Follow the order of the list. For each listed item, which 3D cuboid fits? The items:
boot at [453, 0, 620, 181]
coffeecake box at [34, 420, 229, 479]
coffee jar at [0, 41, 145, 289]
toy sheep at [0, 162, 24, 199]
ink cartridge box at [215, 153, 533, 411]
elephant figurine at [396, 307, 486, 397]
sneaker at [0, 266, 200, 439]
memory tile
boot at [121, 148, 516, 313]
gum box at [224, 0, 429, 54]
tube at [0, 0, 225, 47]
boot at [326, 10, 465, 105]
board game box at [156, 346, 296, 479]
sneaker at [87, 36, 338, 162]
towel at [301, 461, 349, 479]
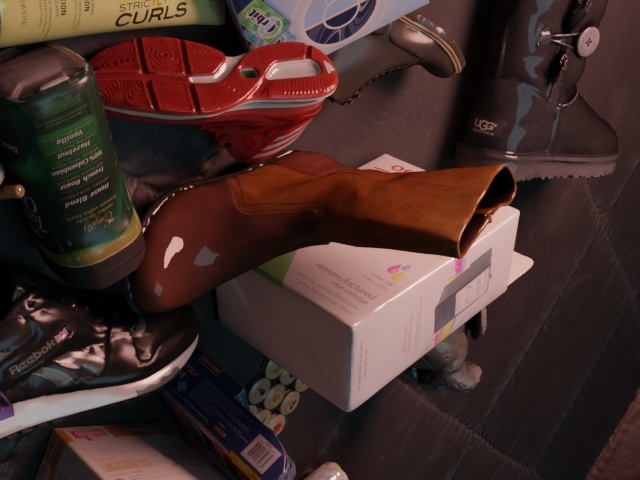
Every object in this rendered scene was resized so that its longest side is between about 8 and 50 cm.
[{"bbox_3d":[0.360,-0.316,1.094,0.367,0.146,0.445,-13,117,-48],"label":"boot"},{"bbox_3d":[-0.165,0.254,0.769,0.142,0.185,0.068,12,102,-52],"label":"coffeecake box"},{"bbox_3d":[-0.199,-0.052,0.611,0.079,0.096,0.184,-34,134,-29],"label":"coffee jar"},{"bbox_3d":[-0.262,-0.044,0.547,0.091,0.091,0.132,-36,126,-31],"label":"toy sheep"},{"bbox_3d":[0.078,0.015,0.891,0.353,0.207,0.119,-30,134,-37],"label":"ink cartridge box"},{"bbox_3d":[0.183,0.089,1.139,0.169,0.186,0.239,38,65,-10],"label":"elephant figurine"},{"bbox_3d":[-0.220,0.077,0.666,0.283,0.107,0.124,-18,119,-43],"label":"sneaker"},{"bbox_3d":[-0.049,0.185,1.010,0.148,0.012,0.113,-58,143,-5],"label":"memory tile"},{"bbox_3d":[0.000,0.000,0.691,0.264,0.280,0.096,-33,124,-47],"label":"boot"},{"bbox_3d":[0.005,-0.237,0.699,0.184,0.041,0.157,-27,151,-4],"label":"gum box"},{"bbox_3d":[-0.157,-0.198,0.605,0.240,0.062,0.070,-28,172,-46],"label":"tube"},{"bbox_3d":[0.065,-0.193,0.869,0.197,0.077,0.137,25,97,-40],"label":"boot"},{"bbox_3d":[-0.095,0.222,0.865,0.060,0.194,0.194,-42,153,-24],"label":"board game box"},{"bbox_3d":[-0.101,-0.108,0.702,0.221,0.087,0.128,-3,150,-21],"label":"sneaker"},{"bbox_3d":[-0.073,0.538,1.147,0.320,0.090,0.375,-37,137,-35],"label":"towel"}]
